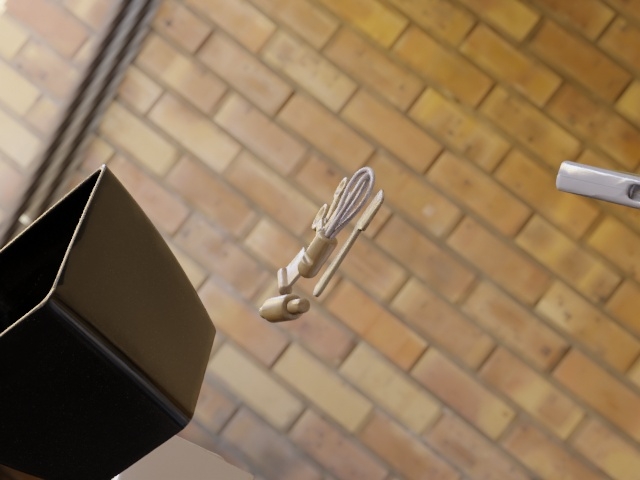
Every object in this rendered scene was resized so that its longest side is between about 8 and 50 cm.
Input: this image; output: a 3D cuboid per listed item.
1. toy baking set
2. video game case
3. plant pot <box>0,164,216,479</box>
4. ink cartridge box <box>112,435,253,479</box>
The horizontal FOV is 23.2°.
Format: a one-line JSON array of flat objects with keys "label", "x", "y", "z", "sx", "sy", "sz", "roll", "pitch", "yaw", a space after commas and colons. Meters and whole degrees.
[{"label": "toy baking set", "x": -0.003, "y": 0.006, "z": 1.777, "sx": 0.030, "sy": 0.196, "sz": 0.256, "roll": 29, "pitch": -8, "yaw": -12}, {"label": "video game case", "x": 0.287, "y": -0.017, "z": 1.050, "sx": 0.193, "sy": 0.023, "sz": 0.212, "roll": 16, "pitch": 6, "yaw": 31}, {"label": "plant pot", "x": -0.192, "y": 0.089, "z": 1.255, "sx": 0.167, "sy": 0.187, "sz": 0.188, "roll": 43, "pitch": 29, "yaw": -19}, {"label": "ink cartridge box", "x": -0.239, "y": 0.395, "z": 1.948, "sx": 0.197, "sy": 0.270, "sz": 0.198, "roll": 31, "pitch": -37, "yaw": -28}]
